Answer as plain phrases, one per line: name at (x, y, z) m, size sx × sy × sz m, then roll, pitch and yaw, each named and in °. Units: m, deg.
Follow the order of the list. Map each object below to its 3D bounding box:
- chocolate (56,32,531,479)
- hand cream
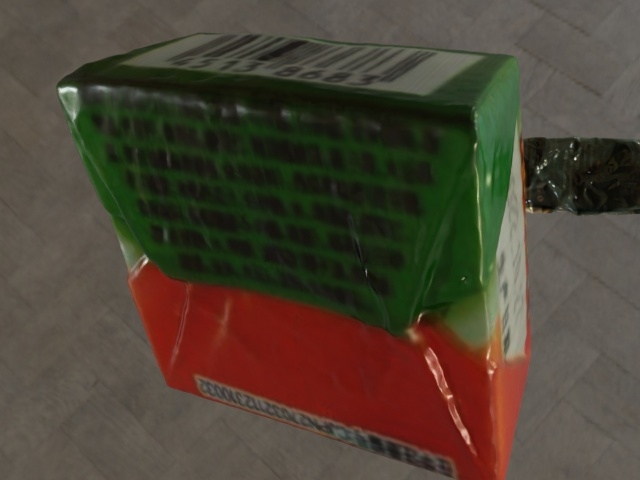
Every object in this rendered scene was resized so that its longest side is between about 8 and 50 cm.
chocolate at (0.000, 0.000, 0.770) m, size 0.360 × 0.341 × 0.161 m, roll 11°, pitch 40°, yaw 29°
hand cream at (0.221, -0.059, 0.835) m, size 0.247 × 0.052 × 0.075 m, roll 1°, pitch 82°, yaw 19°
